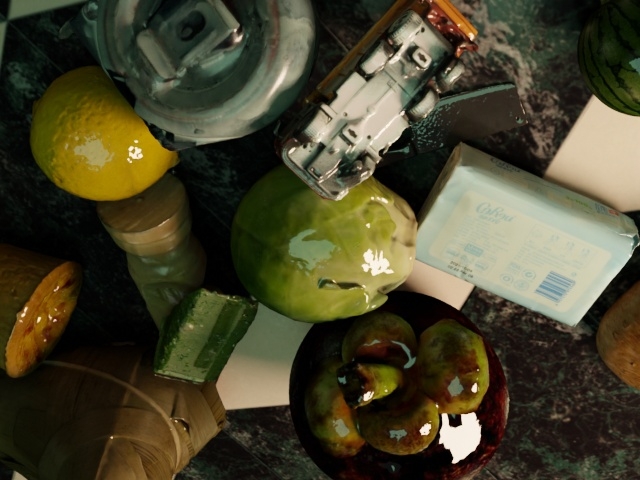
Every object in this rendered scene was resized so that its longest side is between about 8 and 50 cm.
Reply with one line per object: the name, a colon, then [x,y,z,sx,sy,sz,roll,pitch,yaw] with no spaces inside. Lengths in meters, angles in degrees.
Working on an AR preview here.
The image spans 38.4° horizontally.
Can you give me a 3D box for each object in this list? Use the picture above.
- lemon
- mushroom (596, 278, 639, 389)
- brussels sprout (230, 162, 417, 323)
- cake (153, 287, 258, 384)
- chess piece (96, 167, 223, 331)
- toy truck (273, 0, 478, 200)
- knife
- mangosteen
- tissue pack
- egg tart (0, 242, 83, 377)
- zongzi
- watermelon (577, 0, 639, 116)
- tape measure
lemon: [-0.283,-0.138,1.214,0.203,0.178,0.178,21,127,-6]
mushroom: [0.520,0.132,1.249,0.278,0.146,0.278,5,133,5]
brussels sprout: [0.000,0.000,1.226,0.244,0.244,0.244,6,126,8]
cake: [-0.164,0.109,1.327,0.100,0.099,0.235,14,141,-17]
chess piece: [-0.230,0.038,1.380,0.137,0.137,0.300,2,138,12]
toy truck: [0.063,-0.176,1.082,0.114,0.135,0.270,42,93,-17]
knife: [0.144,-0.149,1.213,0.245,0.019,0.072,-16,118,19]
mangosteen: [0.110,0.211,1.301,0.330,0.330,0.330,6,126,8]
tissue pack: [0.267,-0.007,1.241,0.263,0.089,0.177,24,128,-3]
egg tart: [-0.481,0.095,1.425,0.147,0.202,0.202,25,127,5]
zongzi: [-0.449,0.317,1.410,0.500,0.467,0.218,-5,103,18]
watermelon: [0.354,-0.230,1.035,0.141,0.140,0.187,-30,101,29]
tape measure: [-0.139,-0.239,1.082,0.275,0.147,0.256,-38,90,17]
